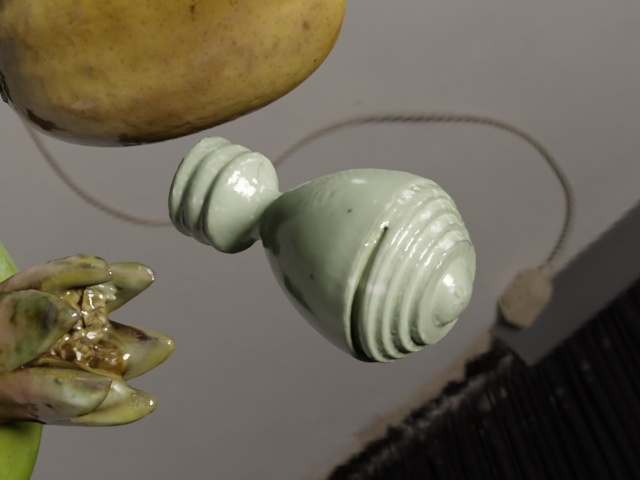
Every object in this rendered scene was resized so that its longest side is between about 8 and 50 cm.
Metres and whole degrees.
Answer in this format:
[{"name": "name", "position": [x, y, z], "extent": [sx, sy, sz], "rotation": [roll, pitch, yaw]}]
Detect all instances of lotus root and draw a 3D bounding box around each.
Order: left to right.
[{"name": "lotus root", "position": [-0.073, -0.168, 0.838], "extent": [0.310, 0.182, 0.182], "rotation": [-17, 130, 5]}]

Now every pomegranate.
[{"name": "pomegranate", "position": [-0.166, 0.052, 0.490], "extent": [0.225, 0.187, 0.187], "rotation": [-12, 133, 24]}]

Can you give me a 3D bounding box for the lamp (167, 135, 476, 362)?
[{"name": "lamp", "position": [0.000, 0.000, 0.728], "extent": [0.106, 0.193, 0.106], "rotation": [-34, 135, -43]}]
